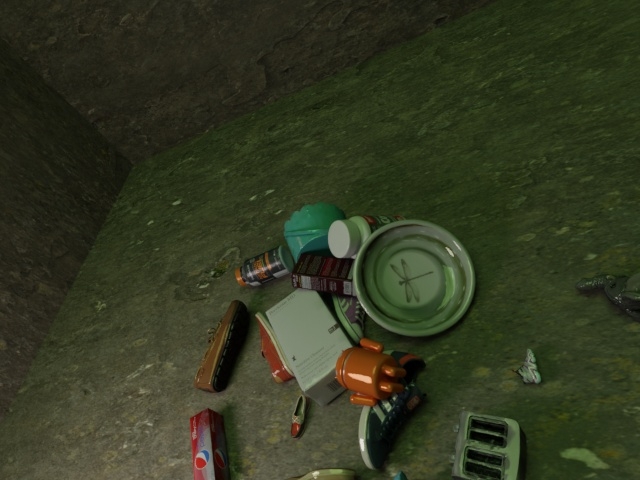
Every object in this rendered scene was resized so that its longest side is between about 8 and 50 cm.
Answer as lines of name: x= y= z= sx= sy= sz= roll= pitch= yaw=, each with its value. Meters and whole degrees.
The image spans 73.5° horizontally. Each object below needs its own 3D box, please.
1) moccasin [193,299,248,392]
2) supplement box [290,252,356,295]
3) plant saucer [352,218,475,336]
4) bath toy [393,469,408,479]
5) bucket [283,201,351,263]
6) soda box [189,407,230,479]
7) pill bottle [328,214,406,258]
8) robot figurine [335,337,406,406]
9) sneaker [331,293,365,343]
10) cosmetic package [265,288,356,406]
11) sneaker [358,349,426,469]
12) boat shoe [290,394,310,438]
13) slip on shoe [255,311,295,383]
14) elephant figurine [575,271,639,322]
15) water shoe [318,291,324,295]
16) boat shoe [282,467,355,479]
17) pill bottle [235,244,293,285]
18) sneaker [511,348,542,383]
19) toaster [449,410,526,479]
moccasin: x=-0.401 y=0.418 z=1.736 sx=0.147 sy=0.139 sz=0.379 roll=3 pitch=64 yaw=26
supplement box: x=0.026 y=0.122 z=1.571 sx=0.240 sy=0.073 sz=0.130 roll=7 pitch=37 yaw=14
plant saucer: x=0.311 y=0.128 z=1.457 sx=0.401 sy=0.100 sz=0.399 roll=-1 pitch=72 yaw=4
bath toy: x=0.087 y=0.731 z=1.110 sx=0.348 sy=0.151 sz=0.128 roll=-32 pitch=80 yaw=11
bucket: x=0.000 y=0.000 z=1.740 sx=0.281 sy=0.281 sz=0.183 roll=-29 pitch=46 yaw=9
soda box: x=-0.380 y=0.720 z=1.467 sx=0.084 sy=0.092 sz=0.263 roll=-33 pitch=42 yaw=7
pill bottle: x=0.183 y=-0.013 z=1.588 sx=0.161 sy=0.284 sz=0.161 roll=8 pitch=99 yaw=58
robot figurine: x=0.133 y=0.379 z=1.229 sx=0.220 sy=0.157 sz=0.128 roll=2 pitch=24 yaw=44
sneaker: x=0.138 y=0.231 z=1.554 sx=0.161 sy=0.102 sz=0.282 roll=-27 pitch=42 yaw=7
cosmetic package: x=-0.018 y=0.349 z=1.508 sx=0.217 sy=0.156 sz=0.385 roll=-37 pitch=42 yaw=-3
sneaker: x=0.221 y=0.482 z=1.243 sx=0.148 sy=0.131 sz=0.349 roll=-6 pitch=50 yaw=35
boat shoe: x=-0.071 y=0.582 z=1.419 sx=0.049 sy=0.043 sz=0.136 roll=-1 pitch=54 yaw=32
slip on shoe: x=-0.185 y=0.394 z=1.617 sx=0.101 sy=0.123 sz=0.331 roll=-39 pitch=46 yaw=3
elephant figurine: x=0.853 y=0.136 z=1.137 sx=0.240 sy=0.186 sz=0.169 roll=-36 pitch=84 yaw=17
water shoe: x=-0.067 y=0.180 z=1.758 sx=0.080 sy=0.073 sz=0.203 roll=-46 pitch=42 yaw=-6
boat shoe: x=-0.020 y=0.719 z=1.226 sx=0.285 sy=0.105 sz=0.089 roll=-30 pitch=46 yaw=23
pill bottle: x=-0.252 y=0.122 z=1.894 sx=0.246 sy=0.130 sz=0.130 roll=-23 pitch=43 yaw=16
sneaker: x=0.568 y=0.351 z=1.195 sx=0.069 sy=0.038 sz=0.098 roll=-16 pitch=45 yaw=22
toaster: x=0.426 y=0.535 z=1.072 sx=0.186 sy=0.110 sz=0.167 roll=-1 pitch=53 yaw=33
